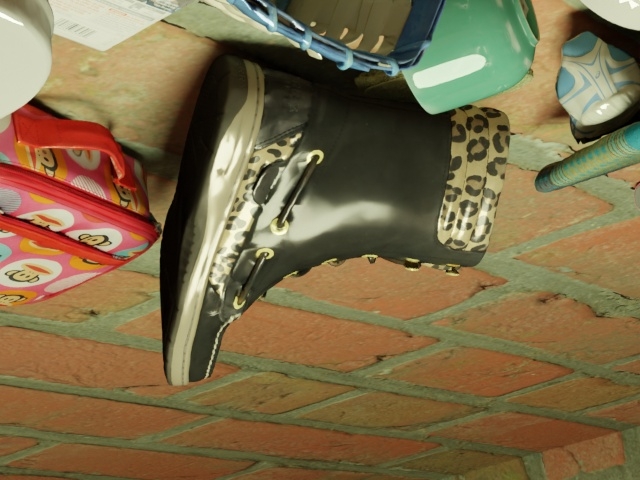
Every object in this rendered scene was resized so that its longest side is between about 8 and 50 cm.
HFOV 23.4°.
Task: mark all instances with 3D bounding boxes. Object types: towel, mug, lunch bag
[{"bbox_3d":[0.115,-0.148,1.430,0.148,0.027,0.110,-16,160,22],"label":"towel"},{"bbox_3d":[0.371,-0.122,1.400,0.271,0.040,0.370,-17,177,-14],"label":"towel"},{"bbox_3d":[0.107,-0.177,1.187,0.097,0.129,0.158,-17,159,17],"label":"mug"},{"bbox_3d":[-0.295,-0.042,1.457,0.258,0.120,0.293,-22,156,25],"label":"lunch bag"}]

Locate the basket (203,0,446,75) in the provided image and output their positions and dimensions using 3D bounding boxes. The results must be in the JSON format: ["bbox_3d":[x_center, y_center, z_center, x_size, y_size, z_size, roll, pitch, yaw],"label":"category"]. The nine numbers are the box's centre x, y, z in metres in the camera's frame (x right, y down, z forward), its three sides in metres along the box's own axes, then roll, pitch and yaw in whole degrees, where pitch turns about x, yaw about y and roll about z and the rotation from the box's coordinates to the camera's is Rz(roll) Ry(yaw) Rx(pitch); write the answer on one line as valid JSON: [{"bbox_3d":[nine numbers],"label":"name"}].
[{"bbox_3d":[0.020,-0.208,0.908,0.289,0.201,0.254,18,179,36],"label":"basket"}]

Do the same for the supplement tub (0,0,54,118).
[{"bbox_3d":[-0.225,-0.205,0.764,0.191,0.272,0.191,-7,161,-2],"label":"supplement tub"}]

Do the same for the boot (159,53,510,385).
[{"bbox_3d":[0.000,0.000,1.466,0.284,0.138,0.377,4,128,-15],"label":"boot"}]

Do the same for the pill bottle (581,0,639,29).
[{"bbox_3d":[0.269,-0.254,0.981,0.162,0.162,0.278,1,159,-24],"label":"pill bottle"}]

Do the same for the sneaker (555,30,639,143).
[{"bbox_3d":[0.261,-0.143,1.443,0.085,0.086,0.237,-22,173,8],"label":"sneaker"}]

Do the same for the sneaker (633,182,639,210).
[{"bbox_3d":[0.423,-0.061,1.779,0.119,0.047,0.057,-14,168,39],"label":"sneaker"}]

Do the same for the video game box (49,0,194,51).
[{"bbox_3d":[-0.167,-0.214,1.105,0.187,0.048,0.205,-19,158,35],"label":"video game box"}]
